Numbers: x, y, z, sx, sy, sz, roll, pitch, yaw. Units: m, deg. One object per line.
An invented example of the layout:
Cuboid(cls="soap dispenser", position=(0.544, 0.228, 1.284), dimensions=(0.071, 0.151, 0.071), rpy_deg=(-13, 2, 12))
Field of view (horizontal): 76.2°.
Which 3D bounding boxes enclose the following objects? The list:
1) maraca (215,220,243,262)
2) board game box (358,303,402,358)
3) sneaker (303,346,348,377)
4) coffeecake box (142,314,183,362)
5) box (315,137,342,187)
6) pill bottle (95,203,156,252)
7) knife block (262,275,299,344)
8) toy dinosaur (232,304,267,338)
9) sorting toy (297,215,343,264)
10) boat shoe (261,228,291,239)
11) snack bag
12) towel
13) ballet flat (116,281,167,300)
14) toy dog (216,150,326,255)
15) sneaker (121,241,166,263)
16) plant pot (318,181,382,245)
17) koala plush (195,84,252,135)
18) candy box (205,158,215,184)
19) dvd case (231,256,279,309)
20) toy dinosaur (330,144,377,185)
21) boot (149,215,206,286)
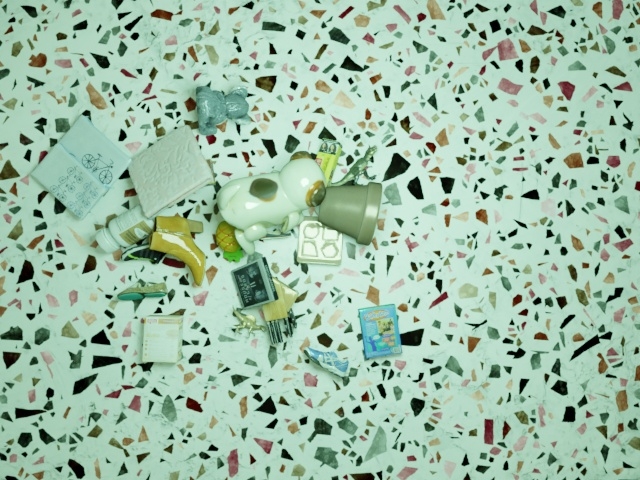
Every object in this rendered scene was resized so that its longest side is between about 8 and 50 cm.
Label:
Cuboid(cls="maraca", position=(-0.380, 0.005, 1.720), dimensions=(0.127, 0.099, 0.185), rpy_deg=(0, 106, 31))
Cuboid(cls="board game box", position=(0.256, 0.387, 1.754), dimensions=(0.160, 0.047, 0.210), rpy_deg=(-8, 89, -2))
Cuboid(cls="sneaker", position=(0.024, 0.501, 1.733), dimensions=(0.211, 0.080, 0.081), rpy_deg=(31, 81, -10))
Cuboid(cls="coffeecake box", position=(-0.658, 0.409, 1.709), dimensions=(0.143, 0.068, 0.185), rpy_deg=(2, 88, -2))
Cuboid(cls="box", position=(0.018, -0.315, 1.755), dimensions=(0.088, 0.058, 0.232), rpy_deg=(18, 88, 19))
Cuboid(cls="pill bottle", position=(-0.796, -0.047, 1.689), dimensions=(0.229, 0.131, 0.131), rpy_deg=(-31, 89, -3))
Cuboid(cls="knife block", position=(-0.207, 0.288, 1.720), dimensions=(0.276, 0.088, 0.242), rpy_deg=(32, 87, -1))
Cuboid(cls="toy dinosaur", position=(-0.321, 0.354, 1.739), dimensions=(0.183, 0.053, 0.092), rpy_deg=(35, 74, -11))
Cuboid(cls="sorting toy", position=(0.000, 0.000, 1.768), dimensions=(0.193, 0.038, 0.208), rpy_deg=(4, 83, -2))
Cuboid(cls="boat shoe", position=(-0.192, -0.028, 1.755), dimensions=(0.137, 0.049, 0.043), rpy_deg=(-4, 86, 2))
Cuboid(cls="snack bag", position=(-1.001, -0.310, 1.714), dimensions=(0.323, 0.037, 0.342), rpy_deg=(42, 91, 6))
Cuboid(cls="towel", position=(-0.617, -0.284, 1.667), dimensions=(0.317, 0.053, 0.331), rpy_deg=(-33, 62, 3))
Cuboid(cls="ballet flat", position=(-0.748, 0.210, 1.723), dimensions=(0.207, 0.073, 0.067), rpy_deg=(-3, 61, -5))
Cuboid(cls="toy dog", position=(-0.177, -0.188, 1.593), dimensions=(0.408, 0.395, 0.284), rpy_deg=(-23, 61, 1))
Cuboid(cls="sneaker", position=(-0.716, 0.058, 1.712), dimensions=(0.235, 0.084, 0.097), rpy_deg=(-20, 90, -3))
Cuboid(cls="plant pot", position=(0.115, -0.128, 1.666), dimensions=(0.230, 0.263, 0.262), rpy_deg=(12, 88, 1))
Cuboid(cls="koala plush", position=(-0.402, -0.555, 1.706), dimensions=(0.222, 0.203, 0.196), rpy_deg=(-4, 88, -14))
Cuboid(cls="candy box", position=(-0.551, -0.282, 1.747), dimensions=(0.187, 0.053, 0.109), rpy_deg=(-8, 88, -4))
Cuboid(cls="dvd case", position=(-0.272, 0.179, 1.666), dimensions=(0.030, 0.239, 0.179), rpy_deg=(-14, 84, -45))
Cuboid(cls="toy dinosaur", position=(0.166, -0.290, 1.770), dimensions=(0.268, 0.064, 0.118), rpy_deg=(-42, 72, 0))
Cuboid(cls="boot", position=(-0.586, 0.044, 1.666), dimensions=(0.211, 0.104, 0.294), rpy_deg=(2, 76, -35))
